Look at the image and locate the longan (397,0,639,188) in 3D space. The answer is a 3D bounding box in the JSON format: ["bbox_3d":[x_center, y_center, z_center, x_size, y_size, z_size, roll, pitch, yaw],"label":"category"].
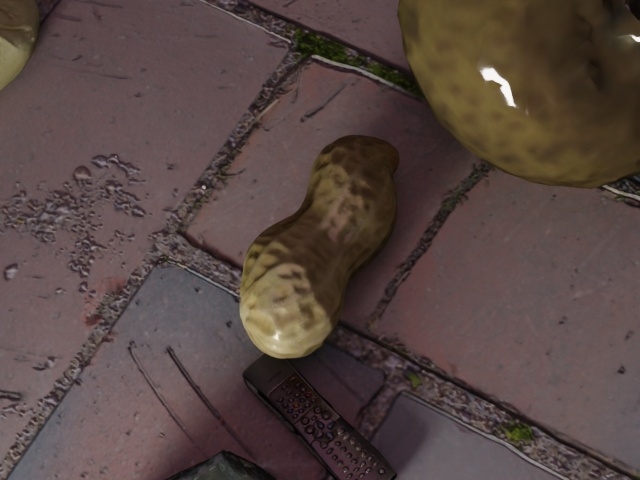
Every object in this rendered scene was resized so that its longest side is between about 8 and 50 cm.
[{"bbox_3d":[0.278,-0.257,1.548,0.391,0.391,0.391,-3,64,5],"label":"longan"}]

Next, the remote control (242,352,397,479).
[{"bbox_3d":[-0.003,0.205,1.547,0.059,0.028,0.212,-38,66,-16],"label":"remote control"}]

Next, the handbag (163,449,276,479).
[{"bbox_3d":[-0.135,0.338,1.474,0.270,0.088,0.175,-30,73,-8],"label":"handbag"}]

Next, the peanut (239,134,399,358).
[{"bbox_3d":[0.000,0.000,1.597,0.136,0.120,0.298,26,67,15],"label":"peanut"}]

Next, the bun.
[{"bbox_3d":[-0.476,-0.282,1.778,0.229,0.145,0.229,-4,61,8],"label":"bun"}]
